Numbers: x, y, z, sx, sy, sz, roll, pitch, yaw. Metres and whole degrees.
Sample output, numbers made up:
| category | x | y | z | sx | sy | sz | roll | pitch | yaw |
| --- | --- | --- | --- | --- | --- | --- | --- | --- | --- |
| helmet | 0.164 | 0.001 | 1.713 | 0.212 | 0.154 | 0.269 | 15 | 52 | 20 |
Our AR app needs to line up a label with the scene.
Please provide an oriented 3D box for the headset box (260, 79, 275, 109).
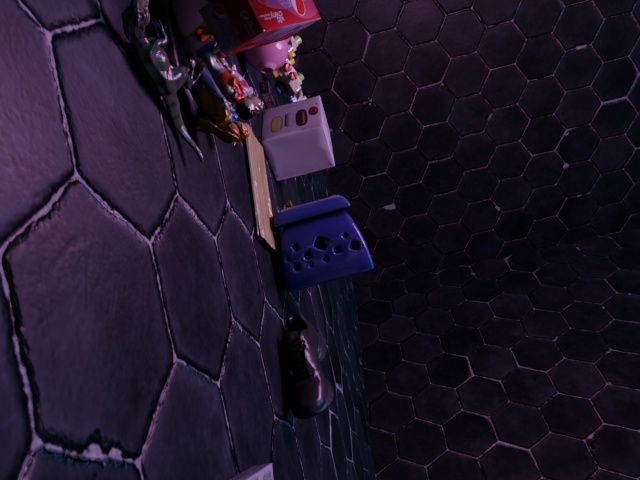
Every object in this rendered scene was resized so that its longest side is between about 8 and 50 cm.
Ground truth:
| category | x | y | z | sx | sy | sz | roll | pitch | yaw |
| --- | --- | --- | --- | --- | --- | --- | --- | --- | --- |
| headset box | -0.178 | -0.490 | 1.703 | 0.083 | 0.032 | 0.062 | 66 | 13 | -56 |

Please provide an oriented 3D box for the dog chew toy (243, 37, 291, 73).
| category | x | y | z | sx | sy | sz | roll | pitch | yaw |
| --- | --- | --- | --- | --- | --- | --- | --- | --- | --- |
| dog chew toy | -0.165 | -0.649 | 1.473 | 0.206 | 0.207 | 0.331 | 42 | 44 | -79 |

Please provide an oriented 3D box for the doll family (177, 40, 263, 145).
| category | x | y | z | sx | sy | sz | roll | pitch | yaw |
| --- | --- | --- | --- | --- | --- | --- | --- | --- | --- |
| doll family | -0.185 | -0.258 | 0.943 | 0.163 | 0.118 | 0.263 | 57 | 8 | -16 |

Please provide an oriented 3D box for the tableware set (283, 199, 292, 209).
| category | x | y | z | sx | sy | sz | roll | pitch | yaw |
| --- | --- | --- | --- | --- | --- | --- | --- | --- | --- |
| tableware set | -0.088 | -0.057 | 1.679 | 0.104 | 0.024 | 0.154 | -86 | 162 | -69 |

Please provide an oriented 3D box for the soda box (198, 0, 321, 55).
| category | x | y | z | sx | sy | sz | roll | pitch | yaw |
| --- | --- | --- | --- | --- | --- | --- | --- | --- | --- |
| soda box | -0.095 | -0.402 | 0.902 | 0.083 | 0.092 | 0.263 | 62 | 31 | -16 |

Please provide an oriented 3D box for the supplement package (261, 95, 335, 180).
| category | x | y | z | sx | sy | sz | roll | pitch | yaw |
| --- | --- | --- | --- | --- | --- | --- | --- | --- | --- |
| supplement package | -0.071 | -0.323 | 1.588 | 0.203 | 0.194 | 0.149 | -96 | 170 | -48 |

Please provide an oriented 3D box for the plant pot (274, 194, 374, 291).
| category | x | y | z | sx | sy | sz | roll | pitch | yaw |
| --- | --- | --- | --- | --- | --- | --- | --- | --- | --- |
| plant pot | 0.000 | 0.000 | 1.373 | 0.236 | 0.236 | 0.212 | -23 | 98 | -88 |

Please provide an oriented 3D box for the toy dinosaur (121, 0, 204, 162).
| category | x | y | z | sx | sy | sz | roll | pitch | yaw |
| --- | --- | --- | --- | --- | --- | --- | --- | --- | --- |
| toy dinosaur | -0.227 | -0.253 | 0.759 | 0.268 | 0.064 | 0.118 | 73 | 14 | -50 |

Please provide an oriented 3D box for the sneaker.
| category | x | y | z | sx | sy | sz | roll | pitch | yaw |
| --- | --- | --- | --- | --- | --- | --- | --- | --- | --- |
| sneaker | -0.047 | 0.279 | 1.154 | 0.286 | 0.109 | 0.130 | -105 | 169 | -62 |

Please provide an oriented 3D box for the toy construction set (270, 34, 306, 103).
| category | x | y | z | sx | sy | sz | roll | pitch | yaw |
| --- | --- | --- | --- | --- | --- | --- | --- | --- | --- |
| toy construction set | -0.116 | -0.584 | 1.746 | 0.215 | 0.151 | 0.327 | 25 | -40 | 52 |

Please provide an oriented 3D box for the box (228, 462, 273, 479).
| category | x | y | z | sx | sy | sz | roll | pitch | yaw |
| --- | --- | --- | --- | --- | --- | --- | --- | --- | --- |
| box | -0.089 | 0.424 | 0.710 | 0.145 | 0.038 | 0.186 | 53 | 24 | -73 |

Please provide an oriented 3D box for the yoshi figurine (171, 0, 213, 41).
| category | x | y | z | sx | sy | sz | roll | pitch | yaw |
| --- | --- | --- | --- | --- | --- | --- | --- | --- | --- |
| yoshi figurine | -0.193 | -0.511 | 0.968 | 0.362 | 0.203 | 0.203 | -82 | 152 | -80 |

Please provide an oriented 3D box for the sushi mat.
| category | x | y | z | sx | sy | sz | roll | pitch | yaw |
| --- | --- | --- | --- | --- | --- | --- | --- | --- | --- |
| sushi mat | -0.153 | -0.131 | 1.290 | 0.151 | 0.019 | 0.316 | 62 | 17 | -70 |
